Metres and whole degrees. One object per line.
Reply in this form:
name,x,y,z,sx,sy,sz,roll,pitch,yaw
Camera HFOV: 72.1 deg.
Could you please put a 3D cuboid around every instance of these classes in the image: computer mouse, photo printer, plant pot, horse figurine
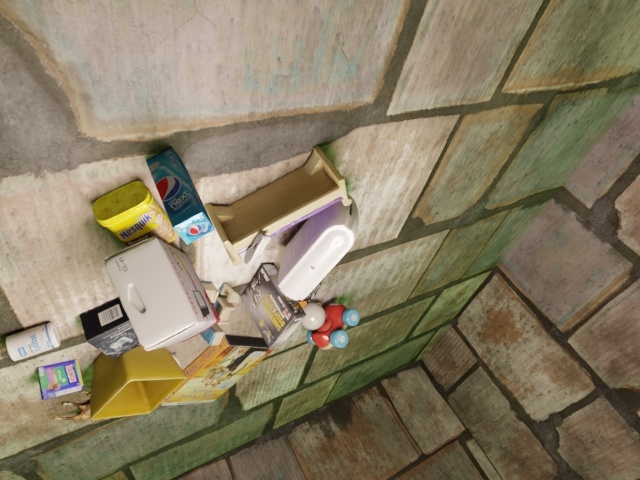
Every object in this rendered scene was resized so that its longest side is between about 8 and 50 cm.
computer mouse,-0.017,0.116,1.457,0.060,0.262,0.184,33,97,-16
photo printer,0.000,0.000,1.324,0.107,0.256,0.307,33,116,-16
plant pot,-0.602,0.423,1.411,0.212,0.187,0.212,-44,149,17
horse figurine,-0.803,0.576,1.561,0.263,0.066,0.174,-37,144,10

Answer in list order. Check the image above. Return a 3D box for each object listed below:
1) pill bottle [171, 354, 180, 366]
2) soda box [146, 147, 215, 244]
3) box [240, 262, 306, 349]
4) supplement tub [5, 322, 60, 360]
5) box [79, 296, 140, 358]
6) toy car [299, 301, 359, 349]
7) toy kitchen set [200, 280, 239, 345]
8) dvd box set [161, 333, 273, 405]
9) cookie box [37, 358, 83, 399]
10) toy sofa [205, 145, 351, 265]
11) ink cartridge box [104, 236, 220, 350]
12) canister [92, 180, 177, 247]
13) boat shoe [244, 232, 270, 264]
pill bottle,-0.599,0.510,1.603,0.117,0.117,0.215,11,128,-50
soda box,-0.298,-0.098,0.932,0.067,0.210,0.071,-30,149,-6
box,-0.165,0.218,1.483,0.056,0.231,0.183,-3,139,-46
supplement tub,-0.755,0.266,1.160,0.107,0.071,0.071,-19,146,-25
box,-0.576,0.248,1.279,0.156,0.093,0.158,-26,150,-12
toy car,-0.003,0.318,1.860,0.238,0.219,0.210,45,62,-22
toy kitchen set,-0.388,0.225,1.434,0.166,0.122,0.207,12,107,-50
dvd box set,-0.435,0.554,1.872,0.420,0.062,0.308,-42,148,14
cookie box,-0.785,0.418,1.328,0.107,0.091,0.040,-5,142,-40
toy sofa,-0.106,-0.080,1.195,0.363,0.150,0.177,-29,148,-7
ink cartridge box,-0.372,0.134,1.082,0.131,0.226,0.306,-27,174,-9
canister,-0.423,-0.045,1.027,0.126,0.073,0.170,-28,151,-7
boat shoe,-0.158,0.024,1.116,0.035,0.035,0.100,12,120,-43
